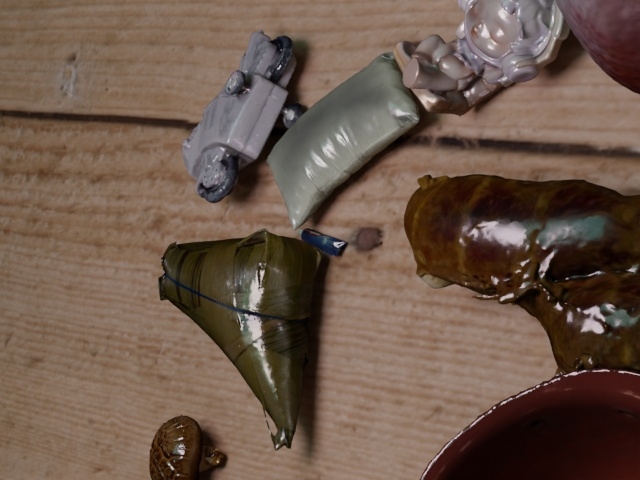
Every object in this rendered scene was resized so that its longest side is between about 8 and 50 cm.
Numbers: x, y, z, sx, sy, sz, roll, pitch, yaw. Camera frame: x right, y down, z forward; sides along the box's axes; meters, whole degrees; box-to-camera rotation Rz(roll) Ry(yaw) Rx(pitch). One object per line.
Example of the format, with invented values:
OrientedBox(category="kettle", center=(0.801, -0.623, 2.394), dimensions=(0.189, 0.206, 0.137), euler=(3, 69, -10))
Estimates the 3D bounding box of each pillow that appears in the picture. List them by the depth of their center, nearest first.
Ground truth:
OrientedBox(category="pillow", center=(0.027, -0.134, 2.004), dimensions=(0.254, 0.078, 0.144), euler=(-39, 50, 25))

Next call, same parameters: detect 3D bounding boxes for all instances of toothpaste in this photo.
OrientedBox(category="toothpaste", center=(0.000, 0.000, 2.028), dimensions=(0.083, 0.019, 0.027), euler=(24, 69, 40))

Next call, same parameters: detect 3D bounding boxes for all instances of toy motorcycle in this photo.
OrientedBox(category="toy motorcycle", center=(-0.123, -0.177, 2.131), dimensions=(0.171, 0.110, 0.260), euler=(14, 79, 60))

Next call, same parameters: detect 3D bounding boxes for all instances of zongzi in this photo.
OrientedBox(category="zongzi", center=(-0.122, 0.138, 2.025), dimensions=(0.260, 0.123, 0.289), euler=(-6, 77, 43))

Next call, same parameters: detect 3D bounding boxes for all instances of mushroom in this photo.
OrientedBox(category="mushroom", center=(-0.195, 0.303, 2.054), dimensions=(0.109, 0.085, 0.126), euler=(6, 92, 39))

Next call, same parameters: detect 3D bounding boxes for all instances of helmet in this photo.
OrientedBox(category="helmet", center=(0.291, 0.332, 1.547), dimensions=(0.385, 0.230, 0.337), euler=(-52, 51, 5))

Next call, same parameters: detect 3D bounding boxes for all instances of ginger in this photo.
OrientedBox(category="ginger", center=(0.256, 0.041, 1.702), dimensions=(0.418, 0.176, 0.254), euler=(13, 79, 36))

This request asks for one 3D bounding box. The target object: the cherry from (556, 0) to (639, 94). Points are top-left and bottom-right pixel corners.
OrientedBox(category="cherry", center=(0.384, -0.313, 1.593), dimensions=(0.291, 0.335, 0.326), euler=(-24, 61, 30))

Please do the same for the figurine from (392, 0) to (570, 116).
OrientedBox(category="figurine", center=(0.214, -0.260, 1.846), dimensions=(0.237, 0.141, 0.162), euler=(-35, 62, 27))
